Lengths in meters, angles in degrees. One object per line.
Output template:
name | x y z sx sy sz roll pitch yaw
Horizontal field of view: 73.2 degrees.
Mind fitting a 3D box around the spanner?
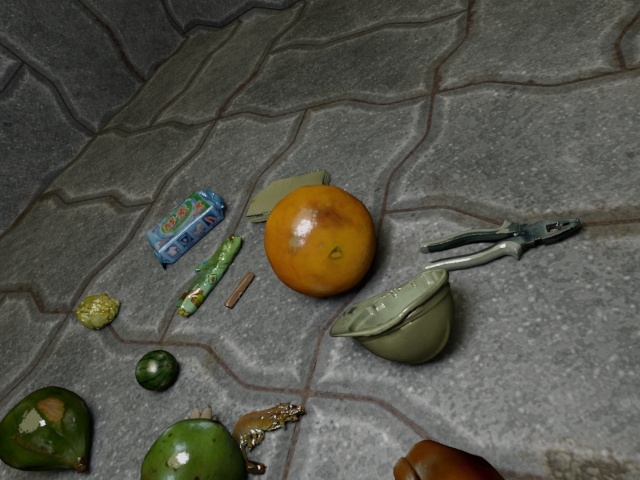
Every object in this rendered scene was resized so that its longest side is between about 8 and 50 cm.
spanner | 0.373 0.004 0.920 0.325 0.040 0.095 -14 47 22

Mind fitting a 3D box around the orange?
orange | 0.000 0.000 0.989 0.261 0.261 0.261 -17 46 18

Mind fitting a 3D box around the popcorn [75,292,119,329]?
popcorn | -0.691 0.213 1.324 0.121 0.106 0.116 1 63 31

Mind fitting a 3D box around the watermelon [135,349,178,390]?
watermelon | -0.409 0.321 1.064 0.109 0.109 0.109 -17 46 18

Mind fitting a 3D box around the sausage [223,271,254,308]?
sausage | -0.219 0.134 1.170 0.026 0.026 0.116 15 61 39

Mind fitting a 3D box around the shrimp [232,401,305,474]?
shrimp | -0.108 0.397 0.865 0.178 0.034 0.124 -20 48 16

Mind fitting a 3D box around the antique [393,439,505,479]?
antique | 0.213 0.383 0.546 0.129 0.223 0.278 -38 28 -5

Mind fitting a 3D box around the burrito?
burrito | -0.332 0.093 1.256 0.104 0.054 0.288 16 63 42

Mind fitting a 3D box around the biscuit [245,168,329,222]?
biscuit | -0.099 -0.131 1.314 0.252 0.052 0.150 -10 44 21

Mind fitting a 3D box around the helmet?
helmet | 0.160 0.171 0.834 0.258 0.137 0.204 -30 3 28

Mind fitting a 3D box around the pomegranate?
pomegranate | -0.242 0.419 0.837 0.187 0.187 0.225 -30 17 4

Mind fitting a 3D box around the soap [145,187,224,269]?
soap | -0.448 -0.051 1.432 0.293 0.077 0.156 -44 44 -11

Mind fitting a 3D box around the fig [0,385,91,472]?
fig | -0.643 0.472 1.034 0.245 0.195 0.195 40 76 10
